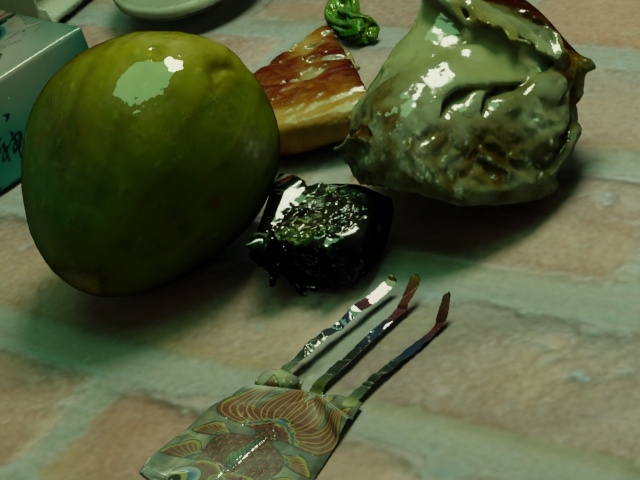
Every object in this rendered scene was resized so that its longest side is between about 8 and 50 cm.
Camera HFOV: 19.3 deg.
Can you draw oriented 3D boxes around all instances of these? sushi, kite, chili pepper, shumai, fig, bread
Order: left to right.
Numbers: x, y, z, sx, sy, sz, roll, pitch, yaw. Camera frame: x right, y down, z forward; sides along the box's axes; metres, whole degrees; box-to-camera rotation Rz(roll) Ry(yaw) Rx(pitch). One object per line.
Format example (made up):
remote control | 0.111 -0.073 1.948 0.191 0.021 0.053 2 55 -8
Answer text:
fig | -0.125 -0.051 1.326 0.181 0.181 0.191 12 71 42
kite | -0.003 0.097 1.178 0.229 0.016 0.127 -40 39 -26
bread | -0.002 -0.105 1.462 0.136 0.054 0.154 15 50 46
sushi | 0.000 0.000 1.293 0.083 0.056 0.084 3 35 21
chili pepper | 0.024 -0.193 1.614 0.034 0.030 0.091 1 29 -15
shumai | 0.098 -0.108 1.300 0.184 0.141 0.184 1 18 0

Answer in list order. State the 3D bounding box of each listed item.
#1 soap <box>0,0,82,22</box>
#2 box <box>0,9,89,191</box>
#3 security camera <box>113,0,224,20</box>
soap | -0.258 -0.282 1.882 0.115 0.063 0.198 5 38 38
box | -0.317 -0.129 1.640 0.153 0.092 0.245 -39 36 -29
security camera | -0.103 -0.295 1.811 0.157 0.080 0.301 -5 43 19
